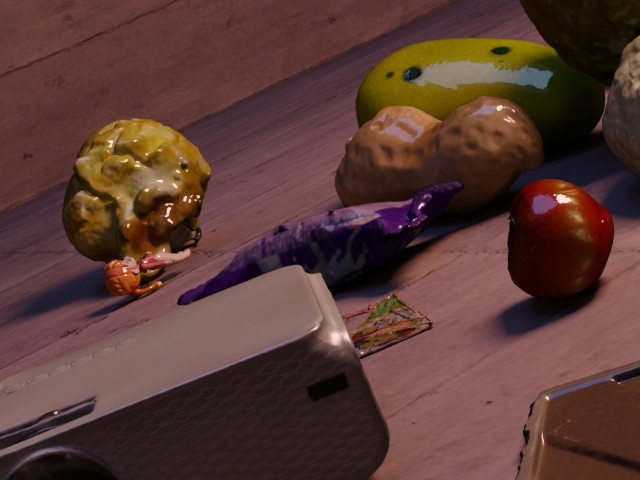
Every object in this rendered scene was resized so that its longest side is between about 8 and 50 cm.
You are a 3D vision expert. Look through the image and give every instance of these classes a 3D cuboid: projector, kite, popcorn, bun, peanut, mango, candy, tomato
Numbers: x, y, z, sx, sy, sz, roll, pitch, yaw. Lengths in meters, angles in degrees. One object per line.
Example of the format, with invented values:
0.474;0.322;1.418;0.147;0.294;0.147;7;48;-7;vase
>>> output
-0.092;0.119;0.969;0.250;0.108;0.198;-21;11;-2;projector
-0.007;0.082;1.228;0.244;0.006;0.198;-14;14;37;kite
-0.213;-0.040;1.843;0.198;0.198;0.212;-24;37;-5;popcorn
0.312;-0.130;1.249;0.195;0.118;0.195;-31;18;12;bun
0.108;-0.075;1.484;0.263;0.117;0.101;-5;42;50;peanut
0.168;-0.144;1.633;0.293;0.143;0.175;0;25;40;mango
0.003;0.006;1.414;0.275;0.070;0.145;-20;4;34;candy
0.168;0.000;1.084;0.075;0.087;0.087;6;13;2;tomato

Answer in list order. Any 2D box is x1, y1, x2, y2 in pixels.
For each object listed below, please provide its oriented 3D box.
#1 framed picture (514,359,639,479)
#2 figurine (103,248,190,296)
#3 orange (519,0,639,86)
0.188;0.102;0.727;0.213;0.016;0.289;-20;11;17;framed picture
-0.191;0.033;1.728;0.109;0.047;0.064;-20;0;-39;figurine
0.323;-0.257;1.401;0.301;0.300;0.223;-8;49;19;orange
